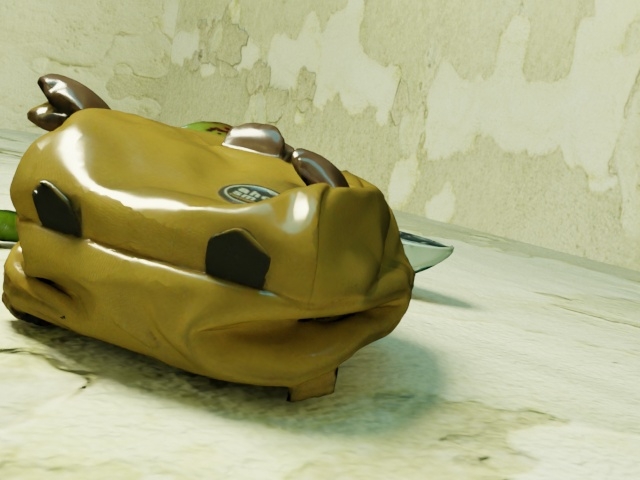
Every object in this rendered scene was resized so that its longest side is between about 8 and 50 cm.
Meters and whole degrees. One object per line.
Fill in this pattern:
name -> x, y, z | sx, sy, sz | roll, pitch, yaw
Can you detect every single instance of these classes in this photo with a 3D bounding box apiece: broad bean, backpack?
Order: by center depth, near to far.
backpack -> -0.086, -0.008, 0.729 | 0.353, 0.201, 0.378 | 17, 11, 10
broad bean -> -0.375, -0.014, 0.939 | 0.195, 0.046, 0.061 | 8, 5, -35

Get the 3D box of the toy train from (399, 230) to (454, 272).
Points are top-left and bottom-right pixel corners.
toy train -> 0.000, 0.000, 1.203 | 0.407, 0.088, 0.086 | 16, 11, 30

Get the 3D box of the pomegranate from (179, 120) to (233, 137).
pomegranate -> -0.173, -0.051, 1.058 | 0.248, 0.202, 0.202 | -18, 9, 0
